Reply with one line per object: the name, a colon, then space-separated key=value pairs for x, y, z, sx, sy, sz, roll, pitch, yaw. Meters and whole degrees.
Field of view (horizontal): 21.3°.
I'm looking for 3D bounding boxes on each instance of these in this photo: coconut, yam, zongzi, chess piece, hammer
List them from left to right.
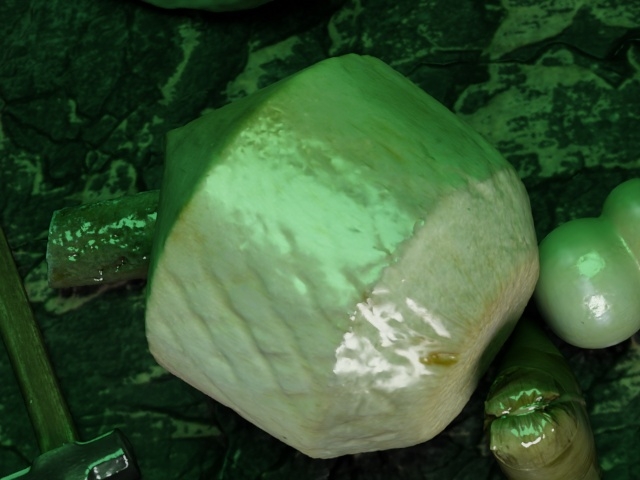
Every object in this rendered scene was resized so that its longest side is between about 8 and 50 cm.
hammer: x=-0.265 y=0.075 z=1.473 sx=0.111 sy=0.043 sz=0.365 roll=-26 pitch=57 yaw=-2
yam: x=-0.155 y=-0.005 z=1.471 sx=0.179 sy=0.078 sz=0.078 roll=-9 pitch=59 yaw=8
coconut: x=0.000 y=0.000 z=1.320 sx=0.329 sy=0.329 sz=0.329 roll=-5 pitch=60 yaw=9
zongzi: x=0.158 y=0.104 z=1.293 sx=0.078 sy=0.160 sz=0.176 roll=-13 pitch=60 yaw=10
chess piece: x=0.281 y=-0.008 z=1.349 sx=0.251 sy=0.144 sz=0.144 roll=-30 pitch=59 yaw=0

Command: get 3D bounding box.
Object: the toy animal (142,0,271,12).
toy animal: x=-0.085 y=-0.338 z=1.562 sx=0.266 sy=0.308 sz=0.188 roll=38 pitch=51 yaw=5
